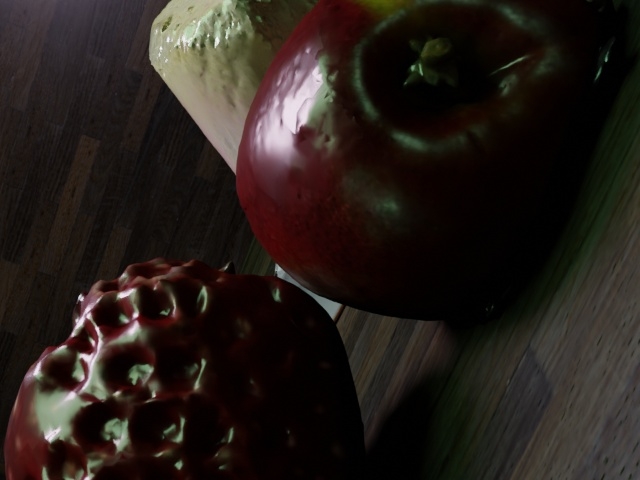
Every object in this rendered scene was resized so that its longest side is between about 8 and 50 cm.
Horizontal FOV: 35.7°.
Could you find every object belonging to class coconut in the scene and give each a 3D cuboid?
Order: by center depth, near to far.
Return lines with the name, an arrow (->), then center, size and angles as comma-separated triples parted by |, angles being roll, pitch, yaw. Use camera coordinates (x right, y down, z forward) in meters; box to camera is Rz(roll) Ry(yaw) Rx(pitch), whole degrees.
coconut -> -0.015, -0.203, 1.183 | 0.297, 0.309, 0.297 | -32, 28, 19

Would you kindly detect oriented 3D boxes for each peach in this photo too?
peach -> 0.047, -0.078, 0.743 | 0.361, 0.201, 0.258 | 155, 134, -80

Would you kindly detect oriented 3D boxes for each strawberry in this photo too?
strawberry -> -0.089, 0.212, 0.740 | 0.317, 0.295, 0.345 | -49, 39, 30

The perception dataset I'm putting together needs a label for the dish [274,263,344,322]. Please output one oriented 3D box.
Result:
dish -> 0.000, 0.000, 1.317 | 0.260, 0.085, 0.260 | -160, 90, -83
